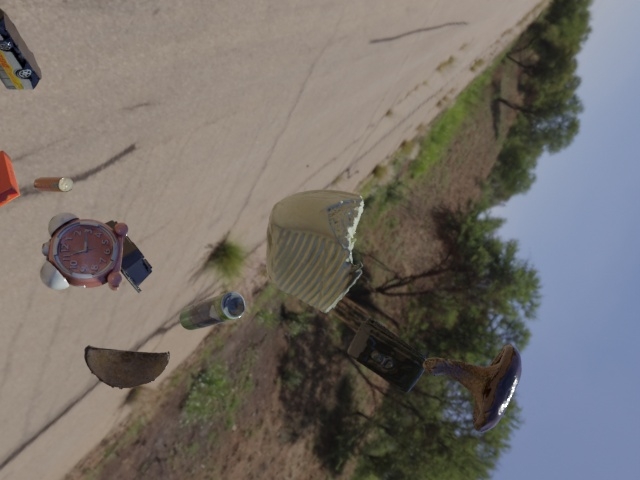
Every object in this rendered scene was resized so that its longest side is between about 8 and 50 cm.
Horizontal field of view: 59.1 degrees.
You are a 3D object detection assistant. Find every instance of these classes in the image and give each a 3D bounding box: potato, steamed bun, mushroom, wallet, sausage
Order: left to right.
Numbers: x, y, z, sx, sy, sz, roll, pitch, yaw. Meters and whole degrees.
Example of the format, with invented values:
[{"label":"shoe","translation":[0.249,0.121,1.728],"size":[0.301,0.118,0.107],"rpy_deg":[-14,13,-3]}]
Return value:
[{"label":"sausage","translation":[-0.524,-0.109,1.095],"size":[0.031,0.107,0.031],"rpy_deg":[-9,101,-56]},{"label":"potato","translation":[-0.564,0.382,1.676],"size":[0.100,0.261,0.120],"rpy_deg":[75,21,-72]},{"label":"steamed bun","translation":[0.000,0.000,1.515],"size":[0.272,0.273,0.290],"rpy_deg":[-60,171,-52]},{"label":"wallet","translation":[0.215,0.376,1.832],"size":[0.052,0.245,0.169],"rpy_deg":[-31,152,-58]},{"label":"mushroom","translation":[0.366,0.324,1.386],"size":[0.227,0.217,0.148],"rpy_deg":[-59,169,-22]}]

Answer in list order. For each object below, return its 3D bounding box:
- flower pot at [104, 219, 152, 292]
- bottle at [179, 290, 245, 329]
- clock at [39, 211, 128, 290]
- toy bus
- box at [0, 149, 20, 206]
[{"label":"flower pot","translation":[-0.603,0.034,1.725],"size":[0.084,0.251,0.179],"rpy_deg":[-38,148,-17]},{"label":"bottle","translation":[-0.377,0.245,1.930],"size":[0.330,0.093,0.093],"rpy_deg":[-21,-156,50]},{"label":"clock","translation":[-0.501,0.029,1.196],"size":[0.093,0.162,0.166],"rpy_deg":[145,-50,-62]},{"label":"toy bus","translation":[-0.576,-0.345,1.033],"size":[0.172,0.072,0.057],"rpy_deg":[99,-17,-68]},{"label":"box","translation":[-0.787,-0.089,1.241],"size":[0.245,0.139,0.035],"rpy_deg":[-31,147,-2]}]
